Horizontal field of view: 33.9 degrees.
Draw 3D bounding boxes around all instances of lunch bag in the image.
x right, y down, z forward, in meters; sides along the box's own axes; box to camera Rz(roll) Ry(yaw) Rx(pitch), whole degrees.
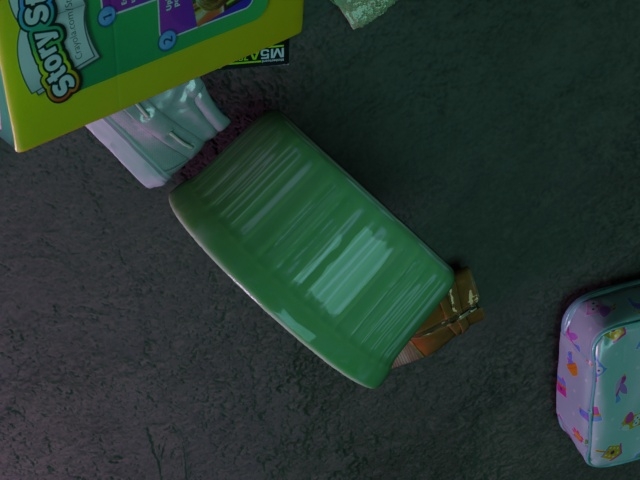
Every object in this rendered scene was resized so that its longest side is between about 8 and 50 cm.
[{"bbox_3d":[0.455,0.185,1.492,0.224,0.108,0.279,-16,125,-12],"label":"lunch bag"}]

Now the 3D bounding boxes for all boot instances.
[{"bbox_3d":[0.123,0.071,1.334,0.152,0.073,0.197,-27,137,1],"label":"boot"},{"bbox_3d":[-0.197,-0.170,1.023,0.123,0.095,0.258,-40,132,3],"label":"boot"}]

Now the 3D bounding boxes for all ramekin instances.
[{"bbox_3d":[0.000,0.000,1.115,0.148,0.303,0.303,-47,124,4],"label":"ramekin"}]

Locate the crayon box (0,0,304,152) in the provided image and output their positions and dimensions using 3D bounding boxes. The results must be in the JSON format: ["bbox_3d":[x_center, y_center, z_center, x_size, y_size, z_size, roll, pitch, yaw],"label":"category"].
[{"bbox_3d":[-0.155,-0.291,0.830,0.313,0.106,0.362,-29,141,-32],"label":"crayon box"}]

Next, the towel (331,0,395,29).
[{"bbox_3d":[0.066,-0.302,1.105,0.148,0.027,0.110,-39,126,8],"label":"towel"}]

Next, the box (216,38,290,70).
[{"bbox_3d":[-0.125,-0.261,1.058,0.191,0.045,0.184,-8,126,-13],"label":"box"}]
